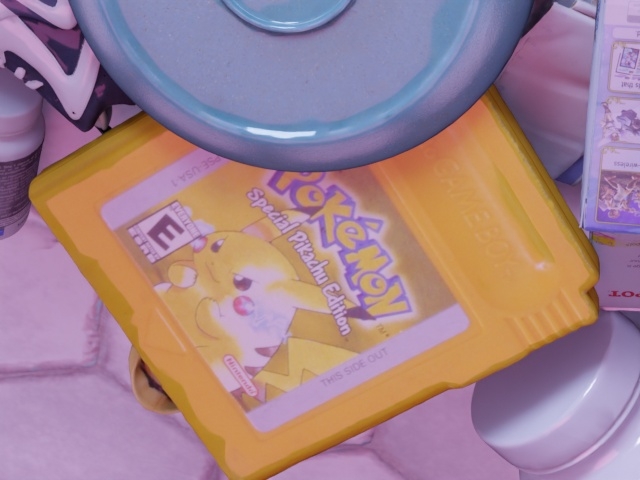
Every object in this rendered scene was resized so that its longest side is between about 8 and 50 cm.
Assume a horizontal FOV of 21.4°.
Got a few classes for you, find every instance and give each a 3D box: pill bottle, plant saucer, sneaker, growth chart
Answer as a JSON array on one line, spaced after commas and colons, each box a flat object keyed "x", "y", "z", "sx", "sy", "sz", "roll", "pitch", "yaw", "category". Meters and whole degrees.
[{"x": -0.252, "y": -0.070, "z": 1.291, "sx": 0.078, "sy": 0.078, "sz": 0.137, "roll": 18, "pitch": 136, "yaw": -4, "category": "pill bottle"}, {"x": 0.280, "y": 0.191, "z": 1.337, "sx": 0.188, "sy": 0.188, "sz": 0.334, "roll": -31, "pitch": 120, "yaw": 36, "category": "pill bottle"}, {"x": -0.020, "y": -0.184, "z": 1.068, "sx": 0.318, "sy": 0.043, "sz": 0.317, "roll": 4, "pitch": 114, "yaw": 8, "category": "plant saucer"}, {"x": -0.206, "y": -0.134, "z": 1.204, "sx": 0.235, "sy": 0.094, "sz": 0.153, "roll": -10, "pitch": 123, "yaw": 9, "category": "sneaker"}, {"x": 0.180, "y": -0.097, "z": 1.182, "sx": 0.172, "sy": 0.021, "sz": 0.237, "roll": 26, "pitch": 136, "yaw": -26, "category": "growth chart"}]

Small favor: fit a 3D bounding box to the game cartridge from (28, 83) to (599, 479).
[{"x": 0.000, "y": 0.000, "z": 1.190, "sx": 0.324, "sy": 0.052, "sz": 0.285, "roll": -28, "pitch": 105, "yaw": 22, "category": "game cartridge"}]

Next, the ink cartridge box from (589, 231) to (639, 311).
[{"x": 0.252, "y": -0.027, "z": 1.187, "sx": 0.127, "sy": 0.072, "sz": 0.175, "roll": 1, "pitch": 145, "yaw": 8, "category": "ink cartridge box"}]

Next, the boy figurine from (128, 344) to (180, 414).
[{"x": -0.075, "y": 0.036, "z": 1.346, "sx": 0.177, "sy": 0.092, "sz": 0.285, "roll": 31, "pitch": 130, "yaw": -20, "category": "boy figurine"}]

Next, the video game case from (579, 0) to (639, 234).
[{"x": 0.299, "y": -0.113, "z": 1.012, "sx": 0.269, "sy": 0.061, "sz": 0.244, "roll": 5, "pitch": 121, "yaw": 7, "category": "video game case"}]
